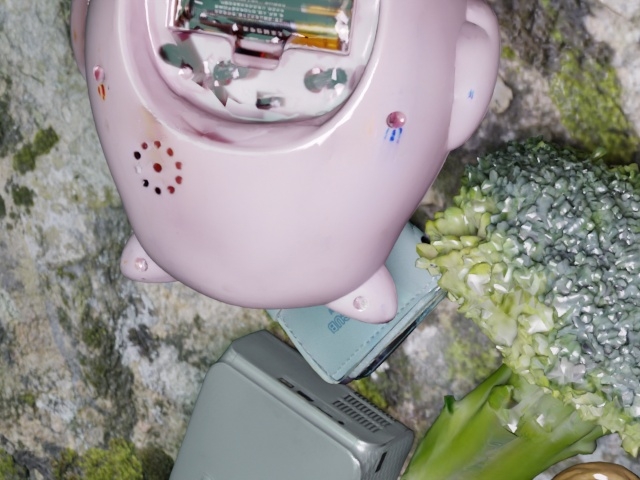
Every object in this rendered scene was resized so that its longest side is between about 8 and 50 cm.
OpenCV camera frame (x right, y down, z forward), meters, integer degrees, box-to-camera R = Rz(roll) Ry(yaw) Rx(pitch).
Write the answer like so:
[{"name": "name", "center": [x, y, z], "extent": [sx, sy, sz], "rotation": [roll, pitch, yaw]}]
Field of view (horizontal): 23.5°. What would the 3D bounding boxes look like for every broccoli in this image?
[{"name": "broccoli", "center": [0.186, 0.088, 1.309], "extent": [0.397, 0.275, 0.353], "rotation": [-7, 88, 52]}]

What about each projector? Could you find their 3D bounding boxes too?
[{"name": "projector", "center": [-0.038, 0.246, 1.550], "extent": [0.198, 0.108, 0.250], "rotation": [32, 116, 25]}]

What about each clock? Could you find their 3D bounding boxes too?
[{"name": "clock", "center": [-0.041, -0.121, 1.302], "extent": [0.368, 0.250, 0.376], "rotation": [10, 105, 10]}]

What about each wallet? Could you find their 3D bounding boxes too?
[{"name": "wallet", "center": [0.000, 0.000, 1.485], "extent": [0.250, 0.075, 0.176], "rotation": [50, 118, 15]}]

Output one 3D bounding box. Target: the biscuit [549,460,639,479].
[{"name": "biscuit", "center": [0.321, 0.332, 1.179], "extent": [0.394, 0.076, 0.368], "rotation": [12, 113, -1]}]
